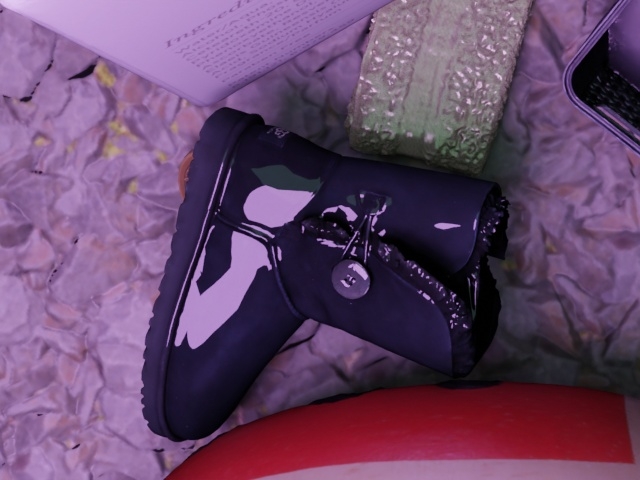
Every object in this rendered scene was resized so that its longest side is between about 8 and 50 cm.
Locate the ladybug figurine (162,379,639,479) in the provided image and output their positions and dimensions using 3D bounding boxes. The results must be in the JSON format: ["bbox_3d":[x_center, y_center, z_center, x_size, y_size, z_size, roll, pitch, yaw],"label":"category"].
[{"bbox_3d":[0.069,0.195,0.903,0.449,0.305,0.162,-5,54,5],"label":"ladybug figurine"}]

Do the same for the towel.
[{"bbox_3d":[0.082,-0.124,0.990,0.110,0.027,0.148,13,93,4],"label":"towel"}]

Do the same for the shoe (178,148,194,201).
[{"bbox_3d":[0.000,0.000,0.996,0.219,0.058,0.076,32,118,7],"label":"shoe"}]

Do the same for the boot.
[{"bbox_3d":[0.002,0.052,0.925,0.207,0.094,0.246,20,110,17],"label":"boot"}]

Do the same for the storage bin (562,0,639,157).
[{"bbox_3d":[0.254,-0.137,0.905,0.122,0.084,0.180,39,125,3],"label":"storage bin"}]

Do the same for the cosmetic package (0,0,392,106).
[{"bbox_3d":[-0.048,-0.307,0.795,0.327,0.394,0.329,-29,85,7],"label":"cosmetic package"}]
